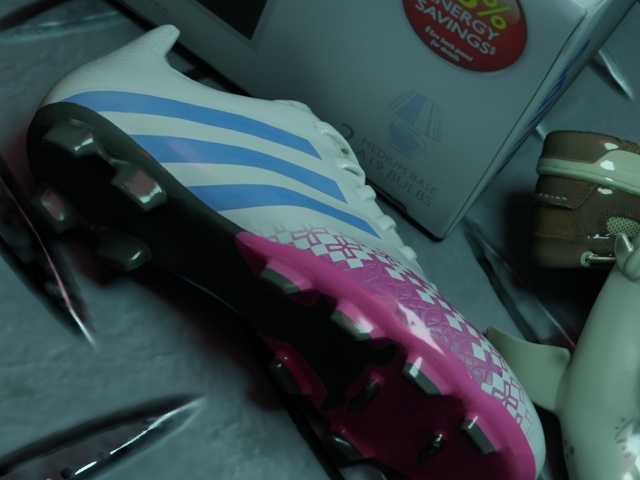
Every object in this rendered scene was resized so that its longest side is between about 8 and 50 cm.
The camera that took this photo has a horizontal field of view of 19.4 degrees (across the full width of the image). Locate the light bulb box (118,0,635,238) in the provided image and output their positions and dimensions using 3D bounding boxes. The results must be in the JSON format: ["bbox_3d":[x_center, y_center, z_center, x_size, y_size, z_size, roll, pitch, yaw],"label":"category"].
[{"bbox_3d":[0.056,-0.260,1.131,0.358,0.225,0.361,37,52,6],"label":"light bulb box"}]

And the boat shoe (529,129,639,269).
[{"bbox_3d":[0.235,0.013,1.106,0.257,0.095,0.095,16,86,-16],"label":"boat shoe"}]

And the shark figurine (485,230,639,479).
[{"bbox_3d":[0.208,0.037,1.024,0.116,0.278,0.166,20,13,-45],"label":"shark figurine"}]

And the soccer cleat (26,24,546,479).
[{"bbox_3d":[0.000,0.000,0.992,0.331,0.116,0.143,37,52,8],"label":"soccer cleat"}]
